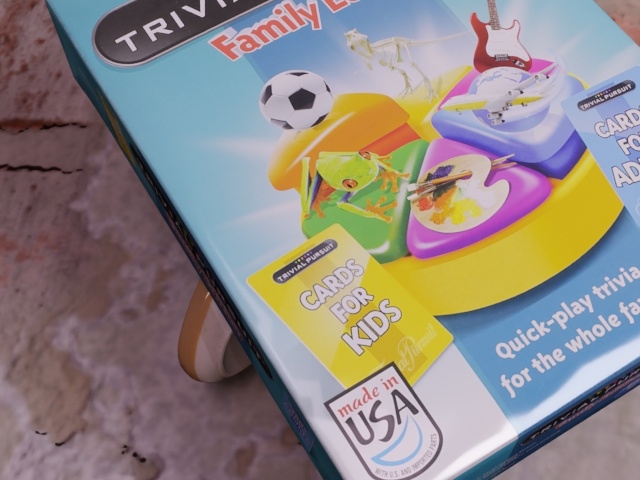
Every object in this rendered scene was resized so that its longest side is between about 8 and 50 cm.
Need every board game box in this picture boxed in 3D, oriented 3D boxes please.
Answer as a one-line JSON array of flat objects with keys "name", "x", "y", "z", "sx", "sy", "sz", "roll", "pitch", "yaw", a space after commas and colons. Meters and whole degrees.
[{"name": "board game box", "x": 0.043, "y": -0.050, "z": 0.513, "sx": 0.254, "sy": 0.079, "sz": 0.336, "roll": -29, "pitch": 66, "yaw": -14}]

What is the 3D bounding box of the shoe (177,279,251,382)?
[{"name": "shoe", "x": 0.000, "y": 0.000, "z": 0.568, "sx": 0.058, "sy": 0.076, "sz": 0.219, "roll": 30, "pitch": 74, "yaw": 32}]
